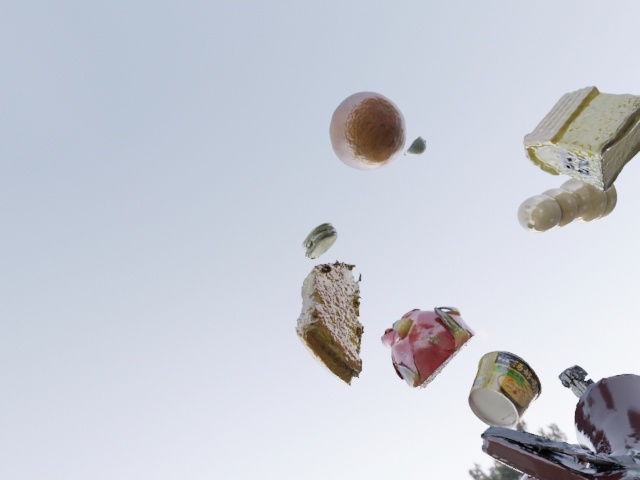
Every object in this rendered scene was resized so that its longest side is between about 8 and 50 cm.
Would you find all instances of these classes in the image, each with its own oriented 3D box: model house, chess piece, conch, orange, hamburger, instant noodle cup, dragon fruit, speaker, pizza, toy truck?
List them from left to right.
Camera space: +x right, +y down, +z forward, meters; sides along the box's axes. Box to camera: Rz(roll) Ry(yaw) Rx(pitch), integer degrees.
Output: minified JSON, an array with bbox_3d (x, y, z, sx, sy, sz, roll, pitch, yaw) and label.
[{"bbox_3d":[0.000,0.000,1.515,0.140,0.062,0.133,-49,-21,21],"label":"hamburger"},{"bbox_3d":[0.028,0.135,0.914,0.071,0.297,0.189,-28,-59,32],"label":"pizza"},{"bbox_3d":[0.151,-0.347,1.432,0.264,0.264,0.264,-13,-63,-26],"label":"orange"},{"bbox_3d":[0.329,-0.314,1.503,0.085,0.056,0.076,-53,-12,-6],"label":"conch"},{"bbox_3d":[0.346,0.337,1.497,0.305,0.226,0.305,-33,-28,-20],"label":"dragon fruit"},{"bbox_3d":[0.416,0.351,1.026,0.122,0.151,0.152,-32,-53,-41],"label":"instant noodle cup"},{"bbox_3d":[0.742,-0.107,1.372,0.299,0.167,0.167,-15,-62,-20],"label":"chess piece"},{"bbox_3d":[0.636,-0.265,1.081,0.193,0.234,0.175,-50,-40,-4],"label":"model house"},{"bbox_3d":[0.919,0.519,1.503,0.088,0.202,0.074,-13,-42,-29],"label":"toy truck"},{"bbox_3d":[0.409,0.299,0.628,0.329,0.259,0.198,1,-56,-50],"label":"speaker"}]

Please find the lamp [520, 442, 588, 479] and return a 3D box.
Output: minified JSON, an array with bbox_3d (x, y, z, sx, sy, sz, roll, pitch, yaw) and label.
[{"bbox_3d":[0.555,0.578,0.896,0.303,0.303,0.257,-18,-24,-23],"label":"lamp"}]
